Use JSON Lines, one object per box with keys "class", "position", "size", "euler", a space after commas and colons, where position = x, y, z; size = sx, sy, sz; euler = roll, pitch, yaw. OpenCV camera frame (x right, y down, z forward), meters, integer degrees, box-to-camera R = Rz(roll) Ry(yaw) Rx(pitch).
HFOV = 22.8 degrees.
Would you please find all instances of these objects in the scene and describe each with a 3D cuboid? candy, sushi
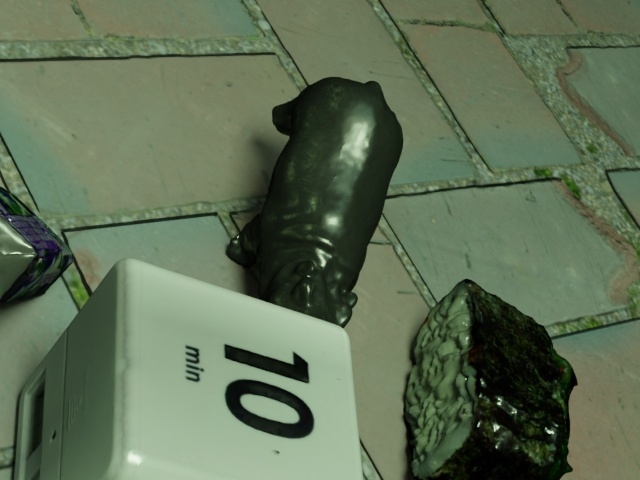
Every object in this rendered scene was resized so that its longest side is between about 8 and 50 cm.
{"class": "candy", "position": [-0.238, 0.001, 1.160], "size": [0.088, 0.061, 0.312], "euler": [43, -3, -2]}
{"class": "sushi", "position": [0.154, 0.148, 1.439], "size": [0.127, 0.124, 0.225], "euler": [26, 35, -19]}

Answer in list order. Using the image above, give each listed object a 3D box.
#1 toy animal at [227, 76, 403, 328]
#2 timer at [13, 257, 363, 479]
{"class": "toy animal", "position": [-0.010, 0.011, 1.405], "size": [0.106, 0.168, 0.343], "euler": [26, 55, -22]}
{"class": "timer", "position": [-0.100, 0.158, 1.156], "size": [0.195, 0.194, 0.192], "euler": [19, 43, -24]}
